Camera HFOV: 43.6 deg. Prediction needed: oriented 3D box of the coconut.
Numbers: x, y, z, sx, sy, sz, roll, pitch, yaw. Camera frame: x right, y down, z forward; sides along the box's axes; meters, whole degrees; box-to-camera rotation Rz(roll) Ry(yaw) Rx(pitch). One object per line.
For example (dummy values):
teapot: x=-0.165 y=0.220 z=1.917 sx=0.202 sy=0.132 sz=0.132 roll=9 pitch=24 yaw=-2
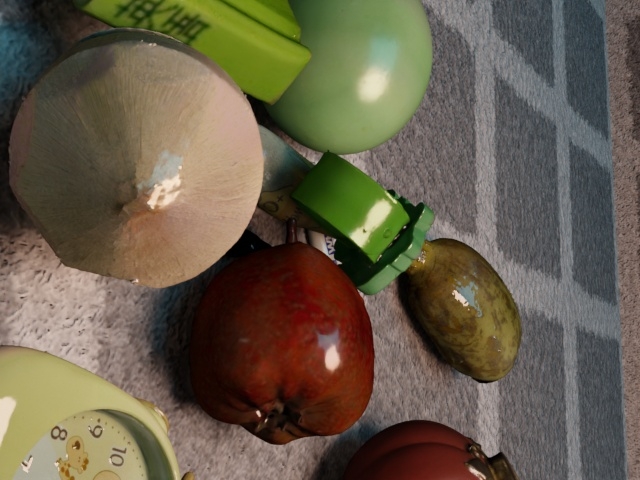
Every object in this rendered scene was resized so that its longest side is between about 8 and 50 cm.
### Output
coconut: x=-0.157 y=-0.068 z=0.679 sx=0.224 sy=0.224 sz=0.234 roll=58 pitch=9 yaw=-32

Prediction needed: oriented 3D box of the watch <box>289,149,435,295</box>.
watch: x=0.031 y=-0.027 z=0.925 sx=0.152 sy=0.165 sz=0.131 roll=38 pitch=90 yaw=-28

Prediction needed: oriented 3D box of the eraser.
eraser: x=-0.139 y=-0.267 z=0.813 sx=0.274 sy=0.092 sz=0.210 roll=19 pitch=42 yaw=-53

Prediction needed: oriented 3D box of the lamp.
lamp: x=0.149 y=0.379 z=1.026 sx=0.303 sy=0.257 sz=0.303 roll=57 pitch=7 yaw=-11

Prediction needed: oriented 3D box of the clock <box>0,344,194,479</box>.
clock: x=-0.214 y=0.237 z=0.673 sx=0.308 sy=0.096 sz=0.235 roll=38 pitch=53 yaw=-46

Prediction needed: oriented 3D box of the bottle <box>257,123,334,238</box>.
bottle: x=-0.019 y=-0.053 z=1.005 sx=0.269 sy=0.083 sz=0.083 roll=34 pitch=57 yaw=-42

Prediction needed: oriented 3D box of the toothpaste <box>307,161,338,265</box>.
toothpaste: x=0.000 y=0.000 z=1.087 sx=0.052 sy=0.033 sz=0.218 roll=-11 pitch=89 yaw=-60

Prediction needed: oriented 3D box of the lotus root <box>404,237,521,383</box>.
lotus root: x=0.225 y=0.105 z=1.294 sx=0.309 sy=0.173 sz=0.173 roll=52 pitch=45 yaw=-28

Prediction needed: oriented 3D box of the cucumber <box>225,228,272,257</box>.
cucumber: x=-0.095 y=0.004 z=0.938 sx=0.163 sy=0.039 sz=0.043 roll=15 pitch=94 yaw=-52

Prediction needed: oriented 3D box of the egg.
egg: x=0.029 y=-0.234 z=0.998 sx=0.220 sy=0.220 sz=0.270 roll=47 pitch=38 yaw=-41

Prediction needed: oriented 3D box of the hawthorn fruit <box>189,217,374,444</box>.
hawthorn fruit: x=-0.035 y=0.088 z=0.873 sx=0.208 sy=0.208 sz=0.248 roll=44 pitch=42 yaw=-43
